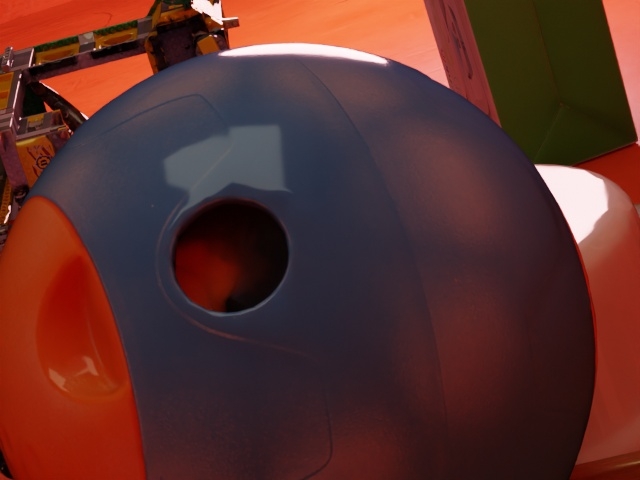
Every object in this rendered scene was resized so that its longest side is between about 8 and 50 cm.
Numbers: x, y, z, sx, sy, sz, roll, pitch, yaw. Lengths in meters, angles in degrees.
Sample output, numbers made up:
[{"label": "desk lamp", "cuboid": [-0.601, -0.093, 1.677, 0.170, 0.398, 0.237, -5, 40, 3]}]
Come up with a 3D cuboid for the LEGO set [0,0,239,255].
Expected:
[{"label": "LEGO set", "cuboid": [-0.141, -0.014, 1.175, 0.255, 0.331, 0.192, -6, 28, -3]}]

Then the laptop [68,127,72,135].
[{"label": "laptop", "cuboid": [-0.355, 0.024, 1.506, 0.264, 0.136, 0.234, -16, 20, 9]}]

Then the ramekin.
[{"label": "ramekin", "cuboid": [0.093, 0.059, 1.014, 0.277, 0.135, 0.277, -16, 20, 6]}]

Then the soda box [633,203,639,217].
[{"label": "soda box", "cuboid": [0.245, 0.011, 1.106, 0.183, 0.063, 0.058, -3, 25, 37]}]

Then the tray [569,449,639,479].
[{"label": "tray", "cuboid": [0.189, 0.208, 0.630, 0.203, 0.076, 0.411, -15, 21, 11]}]

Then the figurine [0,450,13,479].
[{"label": "figurine", "cuboid": [-0.118, 0.117, 1.004, 0.209, 0.092, 0.215, -41, 18, 11]}]

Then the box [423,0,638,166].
[{"label": "box", "cuboid": [0.178, -0.218, 1.476, 0.127, 0.262, 0.231, -20, 21, -3]}]

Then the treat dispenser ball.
[{"label": "treat dispenser ball", "cuboid": [-0.013, 0.050, 0.755, 0.288, 0.288, 0.288, -17, 20, 6]}]
